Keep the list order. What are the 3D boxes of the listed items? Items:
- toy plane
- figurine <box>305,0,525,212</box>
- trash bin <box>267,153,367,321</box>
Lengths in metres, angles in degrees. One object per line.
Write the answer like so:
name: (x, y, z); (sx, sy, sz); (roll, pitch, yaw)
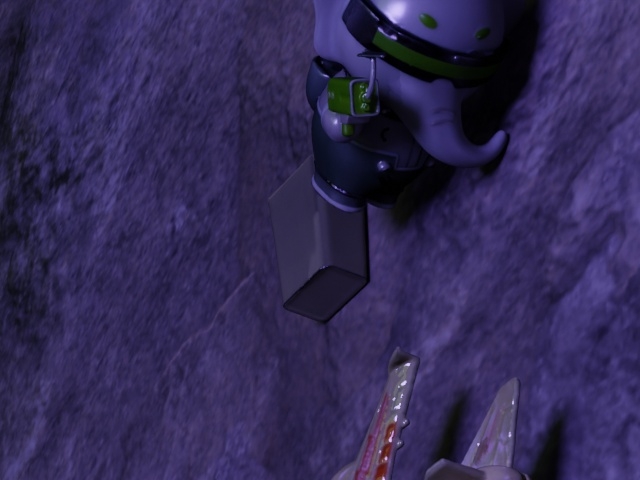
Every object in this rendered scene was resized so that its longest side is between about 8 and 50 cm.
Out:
toy plane: (0.032, 0.178, 0.983); (0.244, 0.092, 0.229); (-47, 35, 37)
figurine: (0.053, -0.105, 1.120); (0.126, 0.147, 0.192); (50, 129, 45)
trash bin: (0.000, 0.000, 1.237); (0.061, 0.043, 0.092); (-44, 38, 39)
